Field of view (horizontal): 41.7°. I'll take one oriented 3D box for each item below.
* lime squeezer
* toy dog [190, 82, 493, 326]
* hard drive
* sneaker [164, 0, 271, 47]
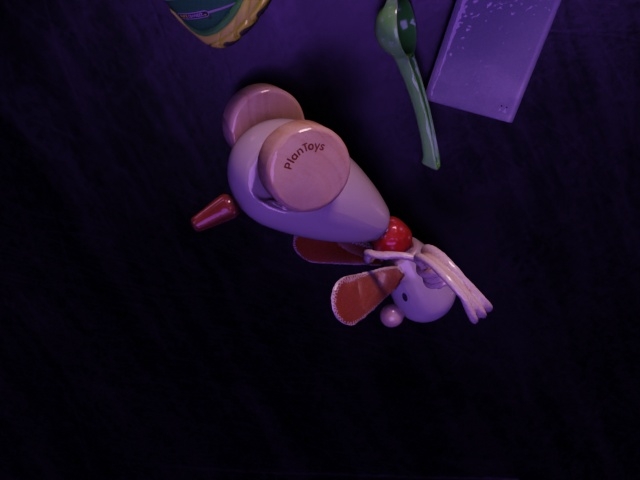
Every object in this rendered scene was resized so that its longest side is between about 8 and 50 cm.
[{"bbox_3d":[0.110,-0.218,0.771,0.110,0.059,0.310,36,125,24],"label":"lime squeezer"},{"bbox_3d":[0.000,0.000,0.861,0.161,0.220,0.333,-43,100,2],"label":"toy dog"},{"bbox_3d":[0.166,-0.190,0.820,0.094,0.022,0.135,15,121,-3],"label":"hard drive"},{"bbox_3d":[-0.056,-0.303,0.723,0.124,0.109,0.295,29,120,-16],"label":"sneaker"}]
